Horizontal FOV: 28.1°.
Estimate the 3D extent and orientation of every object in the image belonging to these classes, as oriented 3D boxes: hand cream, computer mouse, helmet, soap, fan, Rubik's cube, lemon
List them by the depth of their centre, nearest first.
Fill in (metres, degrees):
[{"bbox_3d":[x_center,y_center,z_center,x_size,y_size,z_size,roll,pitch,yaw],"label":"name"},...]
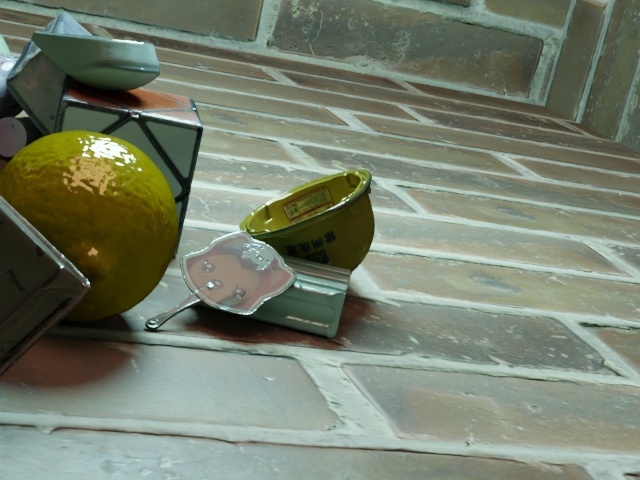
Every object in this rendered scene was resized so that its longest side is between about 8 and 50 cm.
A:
[{"bbox_3d":[-0.284,-0.017,1.516,0.228,0.228,0.253,13,16,-1],"label":"lemon"},{"bbox_3d":[-0.136,0.059,1.615,0.132,0.009,0.220,36,49,26],"label":"fan"},{"bbox_3d":[-0.065,0.062,1.708,0.198,0.066,0.119,13,20,2],"label":"soap"},{"bbox_3d":[0.000,0.000,1.847,0.205,0.140,0.257,-21,16,6],"label":"helmet"},{"bbox_3d":[-0.326,-0.263,1.864,0.128,0.079,0.231,3,12,-39],"label":"computer mouse"},{"bbox_3d":[-0.297,-0.115,1.889,0.207,0.205,0.205,11,16,-15],"label":"Rubik's cube"},{"bbox_3d":[-0.482,-0.183,2.281,0.111,0.070,0.312,16,7,15],"label":"hand cream"}]

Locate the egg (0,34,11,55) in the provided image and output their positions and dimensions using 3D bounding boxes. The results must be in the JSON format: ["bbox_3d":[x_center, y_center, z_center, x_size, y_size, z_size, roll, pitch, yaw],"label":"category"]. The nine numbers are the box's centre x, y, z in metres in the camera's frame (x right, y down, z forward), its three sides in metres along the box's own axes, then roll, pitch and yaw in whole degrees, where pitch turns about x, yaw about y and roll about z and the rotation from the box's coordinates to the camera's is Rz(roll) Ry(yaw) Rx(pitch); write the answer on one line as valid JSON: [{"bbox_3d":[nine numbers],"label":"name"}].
[{"bbox_3d":[-0.700,-0.329,2.310,0.283,0.203,0.203,2,18,-23],"label":"egg"}]

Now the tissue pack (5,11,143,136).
[{"bbox_3d":[-0.383,-0.229,2.167,0.288,0.124,0.394,46,7,-17],"label":"tissue pack"}]

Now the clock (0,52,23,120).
[{"bbox_3d":[-0.599,-0.253,2.180,0.189,0.189,0.254,23,19,32],"label":"clock"}]

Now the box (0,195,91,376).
[{"bbox_3d":[-0.404,0.015,1.205,0.190,0.225,0.297,51,-10,-36],"label":"box"}]
